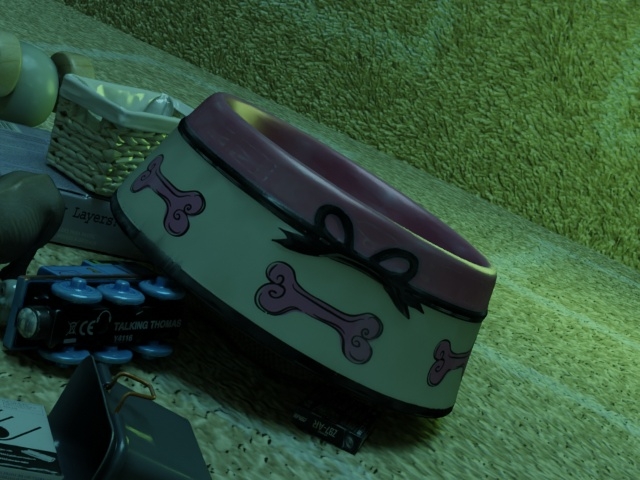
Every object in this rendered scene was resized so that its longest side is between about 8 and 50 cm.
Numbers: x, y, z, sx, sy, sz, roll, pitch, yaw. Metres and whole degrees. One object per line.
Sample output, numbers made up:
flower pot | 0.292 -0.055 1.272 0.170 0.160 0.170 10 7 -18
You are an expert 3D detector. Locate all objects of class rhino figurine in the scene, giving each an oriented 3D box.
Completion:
rhino figurine | -0.295 0.001 0.971 0.073 0.106 0.243 38 23 8

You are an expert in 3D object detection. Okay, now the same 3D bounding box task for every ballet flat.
ballet flat | -0.070 0.076 1.196 0.250 0.058 0.084 29 15 25

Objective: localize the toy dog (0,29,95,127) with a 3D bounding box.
toy dog | -0.439 -0.189 1.558 0.220 0.161 0.333 12 1 -25

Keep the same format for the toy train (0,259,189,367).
toy train | -0.200 0.061 1.024 0.105 0.080 0.184 20 12 36

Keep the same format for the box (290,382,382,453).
box | 0.015 0.162 1.081 0.067 0.018 0.083 24 13 10

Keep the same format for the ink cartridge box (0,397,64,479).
ink cartridge box | -0.269 0.123 0.723 0.207 0.046 0.097 15 13 -24

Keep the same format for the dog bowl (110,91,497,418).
dog bowl | 0.000 0.000 1.190 0.408 0.150 0.408 31 9 -6

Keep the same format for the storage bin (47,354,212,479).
storage bin | -0.125 0.145 0.787 0.091 0.098 0.135 27 10 -26

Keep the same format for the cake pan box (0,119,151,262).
cake pan box | -0.290 -0.062 1.376 0.267 0.070 0.246 13 14 -34

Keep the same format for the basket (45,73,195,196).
basket | -0.212 -0.111 1.327 0.113 0.103 0.167 31 15 33
